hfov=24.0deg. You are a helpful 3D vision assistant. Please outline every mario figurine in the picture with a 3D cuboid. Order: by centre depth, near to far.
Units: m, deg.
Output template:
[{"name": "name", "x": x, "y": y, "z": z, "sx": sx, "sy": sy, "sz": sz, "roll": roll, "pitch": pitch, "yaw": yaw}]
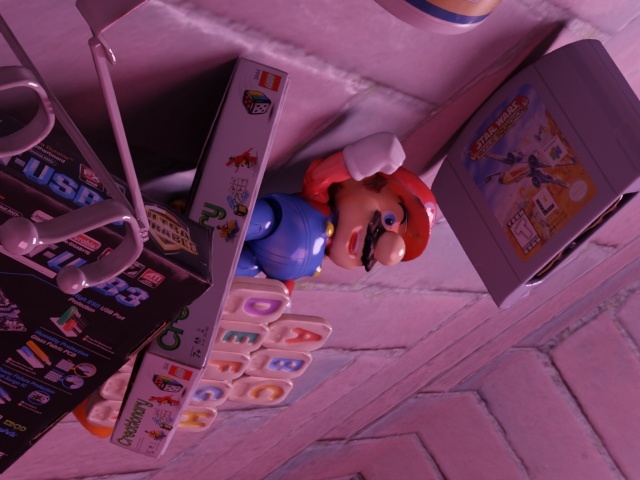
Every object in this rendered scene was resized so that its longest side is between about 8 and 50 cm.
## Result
[{"name": "mario figurine", "x": 0.000, "y": 0.000, "z": 1.568, "sx": 0.320, "sy": 0.170, "sz": 0.198, "roll": -14, "pitch": 167, "yaw": -34}]

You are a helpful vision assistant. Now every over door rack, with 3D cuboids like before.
[{"name": "over door rack", "x": -0.187, "y": -0.125, "z": 0.840, "sx": 0.108, "sy": 0.239, "sz": 0.324, "roll": -30, "pitch": 163, "yaw": -22}]

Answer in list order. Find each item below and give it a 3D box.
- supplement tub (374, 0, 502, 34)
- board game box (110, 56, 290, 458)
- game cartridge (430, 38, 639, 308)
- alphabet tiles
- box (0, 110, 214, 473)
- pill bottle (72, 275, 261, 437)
[{"name": "supplement tub", "x": 0.117, "y": -0.264, "z": 1.104, "sx": 0.144, "sy": 0.144, "sz": 0.199, "roll": -12, "pitch": 153, "yaw": -46}, {"name": "board game box", "x": -0.105, "y": 0.015, "z": 1.314, "sx": 0.053, "sy": 0.305, "sz": 0.193, "roll": 19, "pitch": 147, "yaw": -7}, {"name": "game cartridge", "x": 0.247, "y": -0.080, "z": 1.709, "sx": 0.062, "sy": 0.198, "sz": 0.297, "roll": -14, "pitch": 155, "yaw": -43}, {"name": "alphabet tiles", "x": -0.142, "y": 0.120, "z": 1.545, "sx": 0.278, "sy": 0.021, "sz": 0.284, "roll": 7, "pitch": 142, "yaw": -22}, {"name": "box", "x": -0.282, "y": 0.031, "z": 1.130, "sx": 0.295, "sy": 0.073, "sz": 0.293, "roll": 29, "pitch": 124, "yaw": -30}, {"name": "pill bottle", "x": -0.171, "y": 0.123, "z": 1.692, "sx": 0.246, "sy": 0.130, "sz": 0.130, "roll": -34, "pitch": 162, "yaw": 11}]
